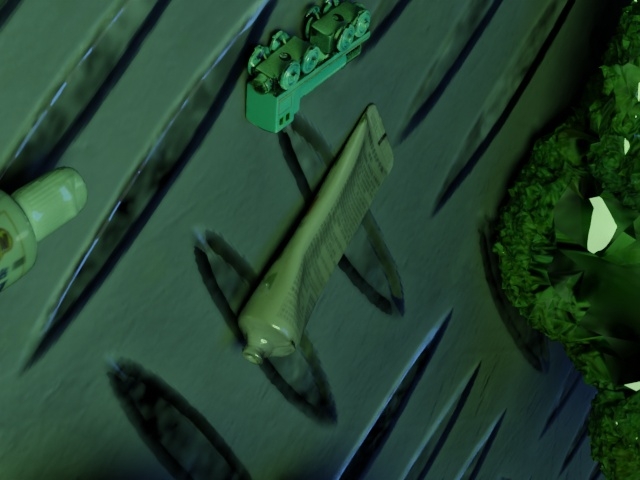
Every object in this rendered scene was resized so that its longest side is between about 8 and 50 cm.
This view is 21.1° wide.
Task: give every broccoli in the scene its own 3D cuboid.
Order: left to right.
[{"bbox_3d":[0.309,0.004,1.149,0.321,0.310,0.413,-1,103,-41],"label":"broccoli"}]

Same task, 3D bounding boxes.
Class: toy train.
[{"bbox_3d":[-0.005,-0.093,0.887,0.092,0.029,0.045,-41,148,-41],"label":"toy train"}]

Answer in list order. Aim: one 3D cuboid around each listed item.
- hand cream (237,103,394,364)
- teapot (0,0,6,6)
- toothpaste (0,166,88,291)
[{"bbox_3d":[0.000,0.000,0.960,0.165,0.037,0.057,-61,150,-27],"label":"hand cream"},{"bbox_3d":[-0.147,-0.135,0.519,0.203,0.171,0.225,26,94,-29],"label":"teapot"},{"bbox_3d":[-0.187,0.037,0.668,0.255,0.037,0.067,-38,144,-36],"label":"toothpaste"}]
